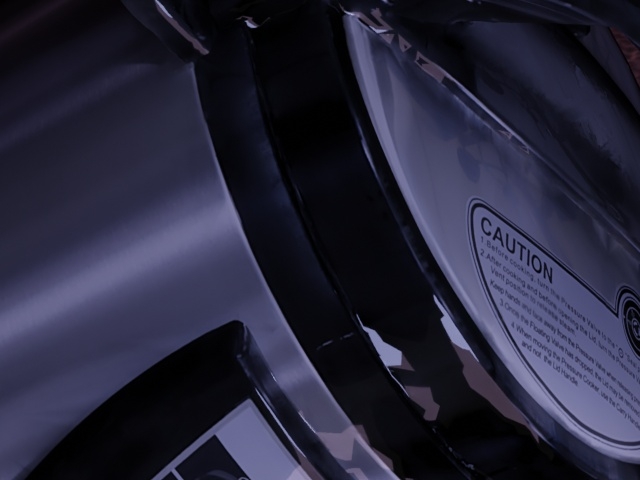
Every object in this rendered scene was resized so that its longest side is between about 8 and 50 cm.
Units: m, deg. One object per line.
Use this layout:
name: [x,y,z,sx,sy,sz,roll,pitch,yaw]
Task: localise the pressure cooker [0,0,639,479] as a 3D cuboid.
pressure cooker: [-0.001,-0.006,0.829,0.420,0.375,0.370,-24,180,28]
